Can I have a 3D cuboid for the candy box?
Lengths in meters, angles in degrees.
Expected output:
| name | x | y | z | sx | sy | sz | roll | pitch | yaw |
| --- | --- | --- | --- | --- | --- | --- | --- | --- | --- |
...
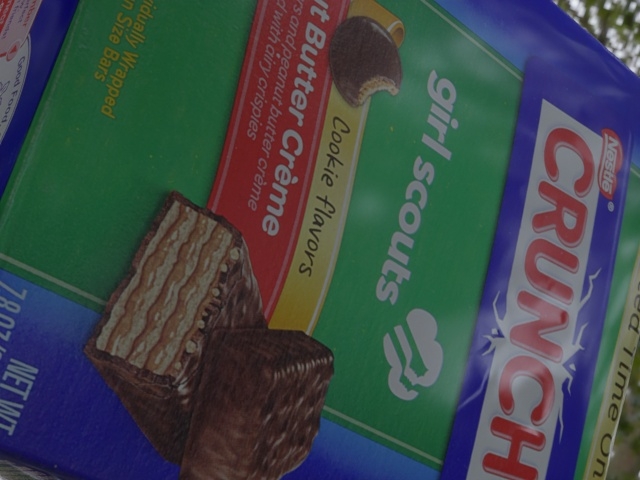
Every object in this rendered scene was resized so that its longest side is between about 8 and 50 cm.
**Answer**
| name | x | y | z | sx | sy | sz | roll | pitch | yaw |
| --- | --- | --- | --- | --- | --- | --- | --- | --- | --- |
| candy box | 0.000 | 0.000 | 0.489 | 0.317 | 0.268 | 0.122 | 30 | -22 | -37 |
